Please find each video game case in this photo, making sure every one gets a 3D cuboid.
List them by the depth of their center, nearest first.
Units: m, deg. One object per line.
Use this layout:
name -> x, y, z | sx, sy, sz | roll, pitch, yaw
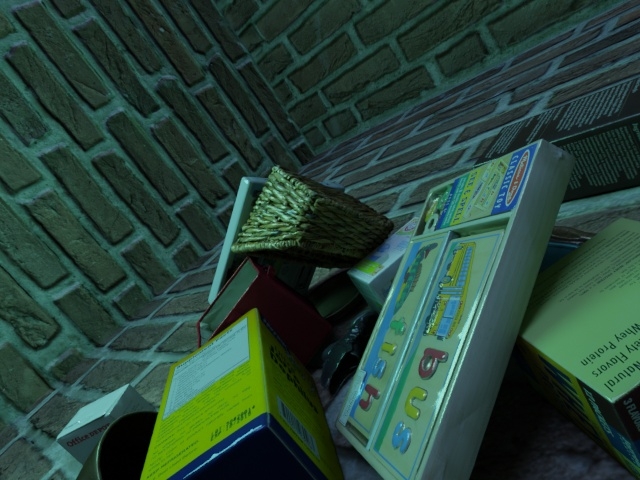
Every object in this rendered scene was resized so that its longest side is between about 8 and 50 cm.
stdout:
video game case -> -0.103, 0.006, 1.147 | 0.300, 0.328, 0.036 | -3, 32, -44

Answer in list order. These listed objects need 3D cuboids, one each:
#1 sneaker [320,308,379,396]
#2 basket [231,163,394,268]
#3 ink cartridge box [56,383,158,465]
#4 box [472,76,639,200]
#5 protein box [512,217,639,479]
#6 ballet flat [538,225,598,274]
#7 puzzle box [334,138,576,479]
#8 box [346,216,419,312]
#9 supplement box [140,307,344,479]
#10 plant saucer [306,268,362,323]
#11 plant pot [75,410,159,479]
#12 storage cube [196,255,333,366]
sneaker -> 0.061, 0.204, 0.867 | 0.170, 0.051, 0.089 | -42, 17, -9
basket -> 0.000, 0.000, 1.041 | 0.214, 0.299, 0.222 | 38, 104, 39
ink cartridge box -> -0.368, 0.393, 0.895 | 0.148, 0.203, 0.085 | -29, 18, 18
box -> 0.522, -0.188, 0.906 | 0.382, 0.143, 0.191 | -16, 24, 52
protein box -> 0.327, 0.101, 0.473 | 0.200, 0.135, 0.201 | -35, 15, 0
ballet flat -> 0.319, 0.009, 0.737 | 0.124, 0.116, 0.343 | -11, 15, -37
puzzle box -> 0.152, 0.092, 0.600 | 0.408, 0.052, 0.272 | -66, 11, -12
box -> 0.177, 0.052, 0.962 | 0.203, 0.103, 0.114 | -38, 17, -11
supplement box -> -0.112, 0.288, 0.707 | 0.194, 0.195, 0.356 | -35, 17, 0
plant saucer -> 0.035, 0.141, 1.111 | 0.199, 0.036, 0.198 | -33, 16, 11
plant pot -> -0.316, 0.431, 0.738 | 0.230, 0.215, 0.215 | -46, 14, 13
storage cube -> -0.120, 0.174, 0.968 | 0.214, 0.193, 0.184 | -52, 18, -3
